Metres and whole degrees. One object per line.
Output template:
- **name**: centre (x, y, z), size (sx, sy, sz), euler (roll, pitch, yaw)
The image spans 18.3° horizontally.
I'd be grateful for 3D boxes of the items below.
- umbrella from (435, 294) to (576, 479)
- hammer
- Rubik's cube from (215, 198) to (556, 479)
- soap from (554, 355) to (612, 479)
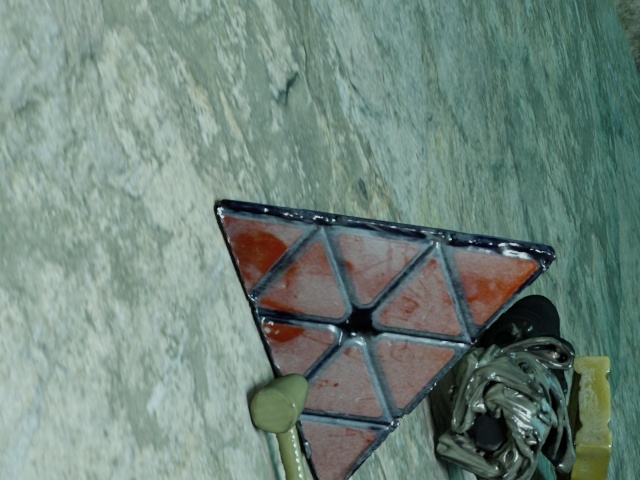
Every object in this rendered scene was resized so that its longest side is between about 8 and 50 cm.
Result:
- **umbrella**: centre (0.175, 0.111, 1.679), size (0.357, 0.106, 0.113), euler (-44, 143, -74)
- **hammer**: centre (-0.006, 0.176, 1.189), size (0.060, 0.028, 0.195), euler (-29, 110, -74)
- **Rubik's cube**: centre (0.000, 0.000, 1.271), size (0.190, 0.211, 0.178), euler (42, 9, -24)
- **soap**: centre (0.236, 0.203, 1.805), size (0.252, 0.037, 0.092), euler (86, 7, -58)
